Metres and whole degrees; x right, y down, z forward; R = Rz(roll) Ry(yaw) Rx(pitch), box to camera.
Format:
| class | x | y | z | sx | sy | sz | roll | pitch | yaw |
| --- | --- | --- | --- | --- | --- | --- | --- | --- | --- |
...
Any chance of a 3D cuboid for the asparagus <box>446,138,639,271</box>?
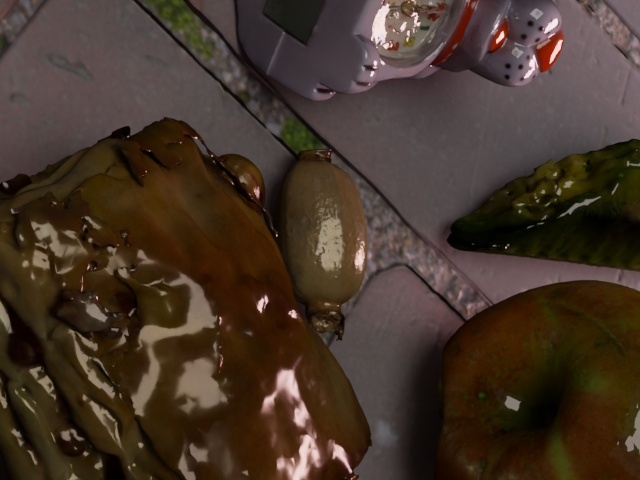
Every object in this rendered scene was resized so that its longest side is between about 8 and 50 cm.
| class | x | y | z | sx | sy | sz | roll | pitch | yaw |
| --- | --- | --- | --- | --- | --- | --- | --- | --- | --- |
| asparagus | 0.281 | -0.028 | 1.529 | 0.382 | 0.128 | 0.108 | 6 | 40 | -33 |

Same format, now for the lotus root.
| class | x | y | z | sx | sy | sz | roll | pitch | yaw |
| --- | --- | --- | --- | --- | --- | --- | --- | --- | --- |
| lotus root | 0.000 | 0.000 | 1.356 | 0.073 | 0.062 | 0.150 | 6 | 75 | -38 |

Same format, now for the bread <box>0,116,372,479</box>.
| class | x | y | z | sx | sy | sz | roll | pitch | yaw |
| --- | --- | --- | --- | --- | --- | --- | --- | --- | --- |
| bread | -0.087 | 0.089 | 1.157 | 0.277 | 0.167 | 0.324 | -41 | 114 | -64 |

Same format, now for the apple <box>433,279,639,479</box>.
| class | x | y | z | sx | sy | sz | roll | pitch | yaw |
| --- | --- | --- | --- | --- | --- | --- | --- | --- | --- |
| apple | 0.211 | 0.161 | 1.399 | 0.226 | 0.246 | 0.246 | 39 | 59 | -44 |

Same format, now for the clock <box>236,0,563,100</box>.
| class | x | y | z | sx | sy | sz | roll | pitch | yaw |
| --- | --- | --- | --- | --- | --- | --- | --- | --- | --- |
| clock | 0.083 | -0.190 | 1.407 | 0.254 | 0.189 | 0.188 | 7 | 76 | -42 |

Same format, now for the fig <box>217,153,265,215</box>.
| class | x | y | z | sx | sy | sz | roll | pitch | yaw |
| --- | --- | --- | --- | --- | --- | --- | --- | --- | --- |
| fig | -0.058 | -0.027 | 1.338 | 0.050 | 0.050 | 0.083 | -53 | 130 | -31 |
